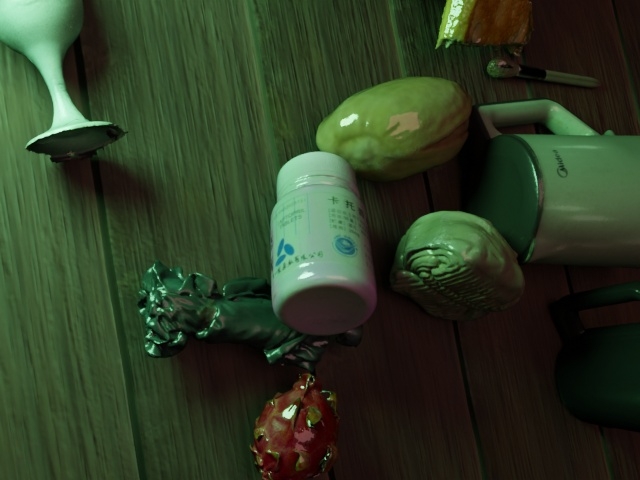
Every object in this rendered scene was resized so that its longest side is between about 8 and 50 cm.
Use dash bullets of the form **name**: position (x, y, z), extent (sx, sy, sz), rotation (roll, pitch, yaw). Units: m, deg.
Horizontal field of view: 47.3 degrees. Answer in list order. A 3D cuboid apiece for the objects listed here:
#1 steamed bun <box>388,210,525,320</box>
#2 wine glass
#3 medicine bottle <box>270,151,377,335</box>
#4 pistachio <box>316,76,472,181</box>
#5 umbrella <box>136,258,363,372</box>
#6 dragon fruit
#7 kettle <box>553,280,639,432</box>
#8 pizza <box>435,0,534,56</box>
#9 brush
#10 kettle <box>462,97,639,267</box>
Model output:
- **steamed bun**: position (0.222, 0.030, 1.195), extent (0.218, 0.211, 0.144), rotation (30, 60, -28)
- **wine glass**: position (-0.376, -0.274, 1.006), extent (0.143, 0.143, 0.321), rotation (-15, 85, -26)
- **medicine bottle**: position (0.000, 0.000, 1.081), extent (0.152, 0.152, 0.254), rotation (15, 48, -22)
- **pistachio**: position (0.130, -0.188, 1.217), extent (0.293, 0.181, 0.162), rotation (-21, 128, -23)
- **umbrella**: position (-0.099, 0.121, 1.090), extent (0.349, 0.094, 0.143), rotation (10, 71, -25)
- **dragon fruit**: position (-0.032, 0.283, 1.078), extent (0.133, 0.136, 0.166), rotation (40, 59, -48)
- **kettle**: position (0.554, 0.222, 1.258), extent (0.262, 0.308, 0.203), rotation (37, 69, -16)
- **pizza**: position (0.318, -0.423, 1.348), extent (0.287, 0.075, 0.280), rotation (36, 81, -53)
- **brush**: position (0.454, -0.330, 1.455), extent (0.299, 0.042, 0.039), rotation (1, 46, -25)
- **kettle**: position (0.455, -0.117, 1.331), extent (0.376, 0.250, 0.361), rotation (0, 61, -22)
